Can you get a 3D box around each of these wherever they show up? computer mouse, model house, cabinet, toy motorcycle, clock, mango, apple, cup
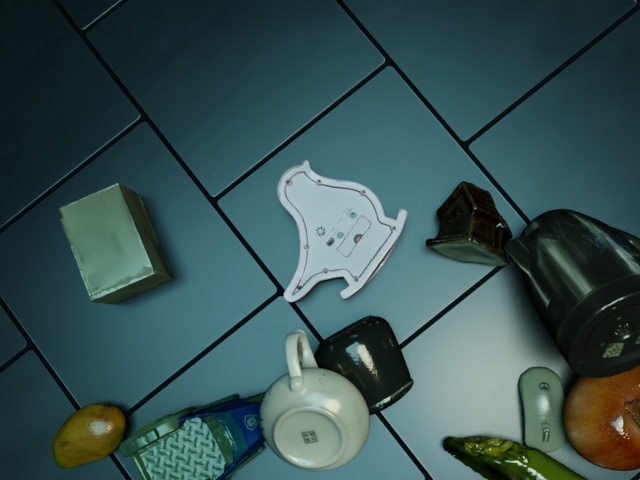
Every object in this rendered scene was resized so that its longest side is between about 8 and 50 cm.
[{"bbox_3d":[0.451,0.349,1.559,0.089,0.056,0.181,-2,83,8],"label":"computer mouse"},{"bbox_3d":[0.324,-0.035,1.602,0.165,0.106,0.152,22,70,-29],"label":"model house"},{"bbox_3d":[-0.431,0.011,1.615,0.150,0.145,0.206,-24,82,1],"label":"cabinet"},{"bbox_3d":[-0.219,0.404,1.528,0.326,0.200,0.191,-30,82,2],"label":"toy motorcycle"},{"bbox_3d":[0.000,0.000,1.620,0.275,0.080,0.290,32,85,8],"label":"clock"},{"bbox_3d":[-0.485,0.404,1.603,0.165,0.089,0.115,-20,92,5],"label":"mango"},{"bbox_3d":[0.588,0.329,1.485,0.210,0.173,0.235,23,80,-3],"label":"apple"},{"bbox_3d":[0.068,0.266,1.549,0.223,0.169,0.176,-31,89,15],"label":"cup"}]

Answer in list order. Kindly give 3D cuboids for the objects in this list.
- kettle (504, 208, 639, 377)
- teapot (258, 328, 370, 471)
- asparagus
[{"bbox_3d":[0.543,0.064,1.489,0.321,0.228,0.324,-6,41,-14],"label":"kettle"},{"bbox_3d":[-0.012,0.317,1.458,0.208,0.166,0.299,-7,101,24],"label":"teapot"},{"bbox_3d":[0.430,0.474,1.515,0.382,0.128,0.108,31,50,8],"label":"asparagus"}]
